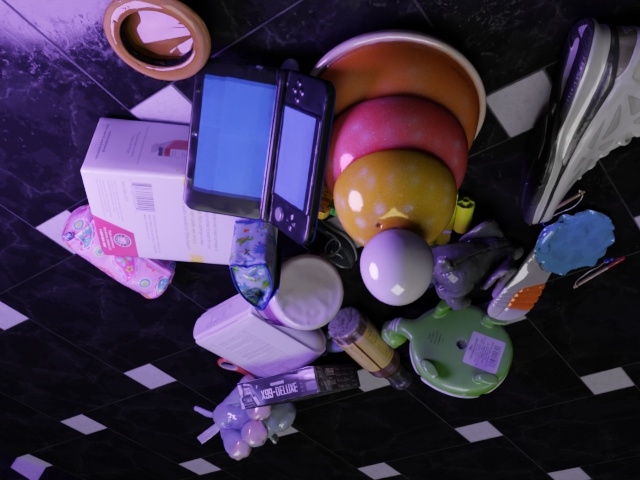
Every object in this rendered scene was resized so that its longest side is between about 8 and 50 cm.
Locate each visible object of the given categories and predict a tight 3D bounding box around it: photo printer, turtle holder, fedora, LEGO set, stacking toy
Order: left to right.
[{"bbox_3d":[-0.280,-0.374,1.268,0.194,0.079,0.194,8,142,6],"label":"fedora"},{"bbox_3d":[-0.156,0.270,1.993,0.256,0.107,0.308,-30,129,35],"label":"photo printer"},{"bbox_3d":[0.030,-0.060,1.547,0.227,0.093,0.087,21,139,8],"label":"LEGO set"},{"bbox_3d":[0.122,-0.099,1.240,0.351,0.479,0.350,3,139,3],"label":"stacking toy"},{"bbox_3d":[0.330,0.298,1.877,0.321,0.243,0.227,-8,156,2],"label":"turtle holder"}]

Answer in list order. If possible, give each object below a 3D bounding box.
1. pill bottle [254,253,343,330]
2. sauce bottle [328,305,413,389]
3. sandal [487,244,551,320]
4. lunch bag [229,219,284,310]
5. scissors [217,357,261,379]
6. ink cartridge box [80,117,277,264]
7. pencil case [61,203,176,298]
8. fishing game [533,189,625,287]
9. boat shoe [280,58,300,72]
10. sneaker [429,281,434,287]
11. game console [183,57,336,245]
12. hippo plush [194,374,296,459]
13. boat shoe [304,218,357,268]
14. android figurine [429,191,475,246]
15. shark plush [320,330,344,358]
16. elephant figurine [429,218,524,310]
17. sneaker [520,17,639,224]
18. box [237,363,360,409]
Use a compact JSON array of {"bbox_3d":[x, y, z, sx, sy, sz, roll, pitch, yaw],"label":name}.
[{"bbox_3d":[-0.070,0.120,1.684,0.169,0.169,0.301,19,172,-15],"label":"pill bottle"},{"bbox_3d":[0.150,0.313,2.009,0.111,0.111,0.344,-18,134,25],"label":"sauce bottle"},{"bbox_3d":[0.496,0.081,1.736,0.102,0.076,0.265,21,116,-20],"label":"sandal"},{"bbox_3d":[-0.127,0.051,1.468,0.096,0.128,0.151,-1,138,5],"label":"lunch bag"},{"bbox_3d":[-0.196,0.423,2.244,0.109,0.021,0.297,-26,130,32],"label":"scissors"},{"bbox_3d":[-0.277,-0.094,1.532,0.385,0.160,0.279,5,140,-2],"label":"ink cartridge box"},{"bbox_3d":[-0.482,0.025,1.729,0.124,0.124,0.284,-24,130,30],"label":"pencil case"},{"bbox_3d":[0.574,0.003,1.636,0.189,0.041,0.264,-36,125,19],"label":"fishing game"},{"bbox_3d":[-0.053,-0.285,1.380,0.040,0.049,0.142,-22,140,-31],"label":"boat shoe"},{"bbox_3d":[0.274,0.079,1.759,0.053,0.059,0.144,7,141,-6],"label":"sneaker"},{"bbox_3d":[-0.117,-0.160,1.287,0.173,0.250,0.293,-1,110,-28],"label":"game console"},{"bbox_3d":[-0.201,0.581,2.252,0.294,0.234,0.237,-37,138,25],"label":"hippo plush"},{"bbox_3d":[0.000,0.000,1.679,0.095,0.079,0.254,-19,134,26],"label":"boat shoe"},{"bbox_3d":[0.214,-0.057,1.610,0.248,0.056,0.272,3,138,2],"label":"android figurine"},{"bbox_3d":[0.007,0.305,2.047,0.161,0.067,0.073,-19,135,26],"label":"shark plush"},{"bbox_3d":[0.359,0.034,1.592,0.240,0.186,0.169,-24,114,-3],"label":"elephant figurine"},{"bbox_3d":[0.539,-0.185,1.334,0.258,0.169,0.447,7,137,0],"label":"sneaker"},{"bbox_3d":[-0.055,0.418,2.068,0.243,0.076,0.307,-18,165,22],"label":"box"}]
